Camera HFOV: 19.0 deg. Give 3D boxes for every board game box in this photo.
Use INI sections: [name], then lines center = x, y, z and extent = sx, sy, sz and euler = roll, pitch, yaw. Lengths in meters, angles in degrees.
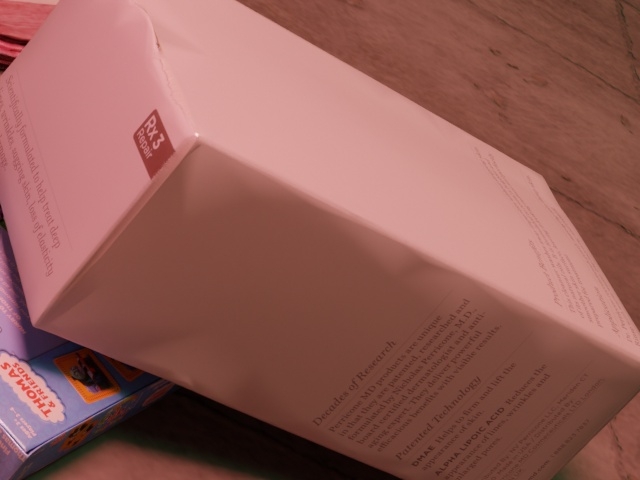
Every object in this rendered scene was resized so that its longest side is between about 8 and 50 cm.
[board game box]
center = -0.166, 0.042, 1.096
extent = 0.160, 0.039, 0.211
euler = 46, 28, 11

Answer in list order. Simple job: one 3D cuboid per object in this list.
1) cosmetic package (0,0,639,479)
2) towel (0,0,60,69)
[cosmetic package]
center = 0.000, 0.000, 1.168
extent = 0.385, 0.156, 0.217
euler = 26, 26, -33
[towel]
center = -0.282, -0.245, 1.369
extent = 0.237, 0.037, 0.329
euler = 8, 42, -44
